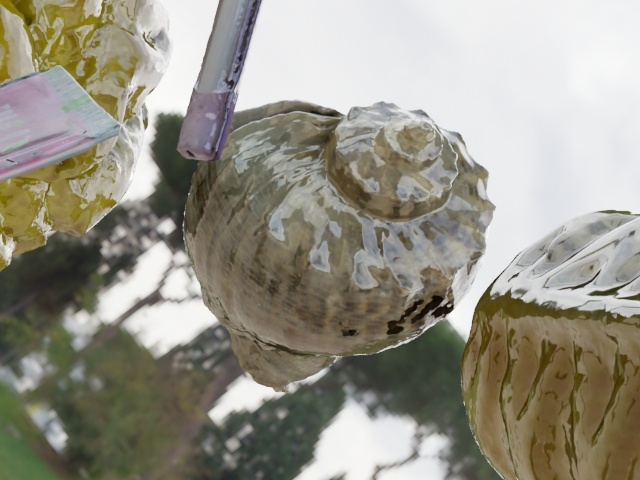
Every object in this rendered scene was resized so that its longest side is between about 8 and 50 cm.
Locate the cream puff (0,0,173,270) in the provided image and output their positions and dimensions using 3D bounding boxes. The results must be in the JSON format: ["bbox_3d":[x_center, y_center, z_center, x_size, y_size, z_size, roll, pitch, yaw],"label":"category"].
[{"bbox_3d":[-0.222,-0.119,1.066,0.291,0.257,0.324,-110,-155,-44],"label":"cream puff"}]

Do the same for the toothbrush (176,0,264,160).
[{"bbox_3d":[-0.015,-0.202,0.802,0.024,0.354,0.029,7,-18,24],"label":"toothbrush"}]

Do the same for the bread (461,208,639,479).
[{"bbox_3d":[0.108,0.039,0.412,0.269,0.087,0.098,-175,-91,-77],"label":"bread"}]

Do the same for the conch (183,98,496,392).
[{"bbox_3d":[0.000,0.000,0.838,0.155,0.130,0.207,44,-45,8],"label":"conch"}]

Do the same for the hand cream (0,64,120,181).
[{"bbox_3d":[-0.226,-0.017,0.678,0.079,0.275,0.050,58,-21,28],"label":"hand cream"}]
